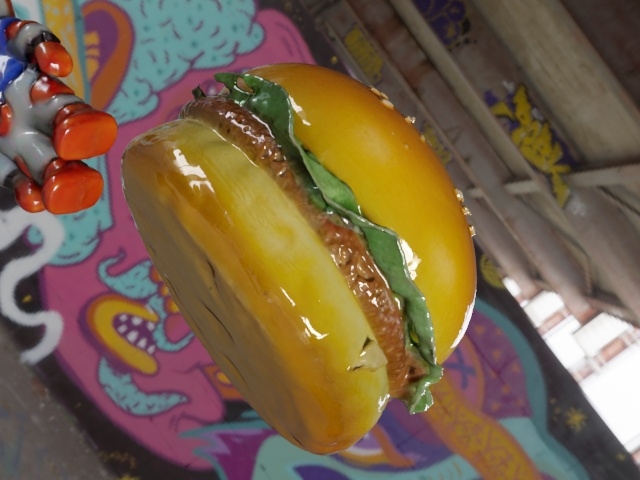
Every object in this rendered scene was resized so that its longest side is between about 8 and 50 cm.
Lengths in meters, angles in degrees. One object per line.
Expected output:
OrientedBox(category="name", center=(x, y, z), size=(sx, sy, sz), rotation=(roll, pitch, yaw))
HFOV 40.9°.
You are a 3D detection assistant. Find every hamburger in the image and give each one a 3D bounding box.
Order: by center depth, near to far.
OrientedBox(category="hamburger", center=(0.000, 0.001, 0.531), size=(0.246, 0.170, 0.246), rotation=(44, -23, 24))

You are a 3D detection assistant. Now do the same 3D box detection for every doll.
OrientedBox(category="doll", center=(-0.162, -0.082, 0.387), size=(0.195, 0.062, 0.104), rotation=(40, -39, 25))
